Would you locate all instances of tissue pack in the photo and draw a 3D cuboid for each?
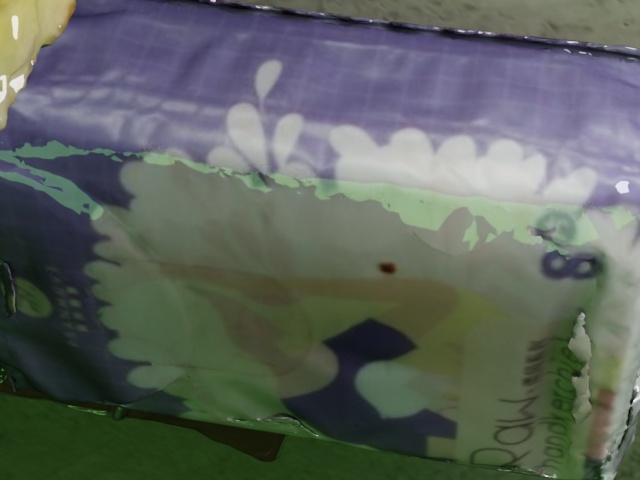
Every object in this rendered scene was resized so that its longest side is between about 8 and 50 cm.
[{"bbox_3d":[0.000,0.000,0.769,0.343,0.125,0.242,8,141,7],"label":"tissue pack"}]

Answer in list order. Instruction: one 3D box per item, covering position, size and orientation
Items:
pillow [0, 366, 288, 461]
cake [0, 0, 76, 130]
[{"bbox_3d":[-0.122,0.077,0.979,0.232,0.043,0.126,14,142,0],"label":"pillow"},{"bbox_3d":[-0.186,-0.212,0.478,0.222,0.227,0.286,8,142,11],"label":"cake"}]
